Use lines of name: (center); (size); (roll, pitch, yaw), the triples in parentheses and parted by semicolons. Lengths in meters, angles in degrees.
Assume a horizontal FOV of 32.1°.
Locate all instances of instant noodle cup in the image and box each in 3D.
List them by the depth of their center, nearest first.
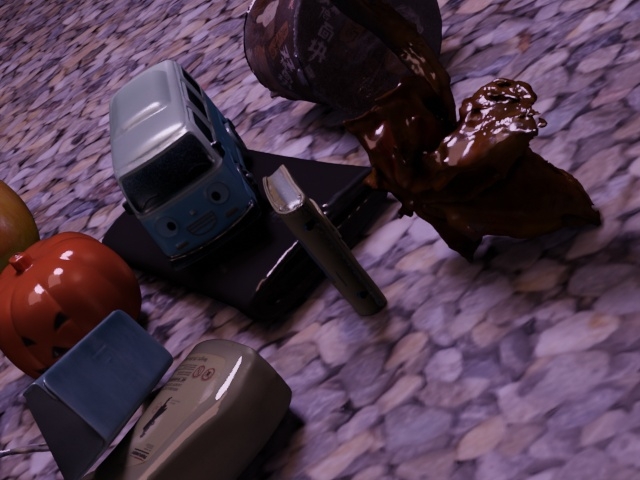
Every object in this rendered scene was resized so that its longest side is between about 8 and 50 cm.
instant noodle cup: (0.015, -0.268, 1.458); (0.217, 0.217, 0.207); (-46, 25, -15)

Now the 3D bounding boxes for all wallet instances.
wallet: (0.000, 0.000, 1.141); (0.039, 0.155, 0.110); (-36, 30, 2)
wallet: (-0.109, -0.028, 1.383); (0.228, 0.062, 0.406); (-48, 32, -18)

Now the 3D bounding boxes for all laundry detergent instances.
laundry detergent: (-0.149, 0.212, 1.066); (0.253, 0.091, 0.181); (-50, 24, -20)

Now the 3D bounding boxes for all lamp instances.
lamp: (-0.321, 0.075, 1.362); (0.187, 0.164, 0.188); (-29, 29, 18)

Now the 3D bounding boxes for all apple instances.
apple: (-0.538, 0.012, 1.643); (0.260, 0.194, 0.261); (-25, 35, 19)

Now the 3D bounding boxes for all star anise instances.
star anise: (0.113, -0.115, 1.053); (0.148, 0.346, 0.237); (-35, -10, -28)

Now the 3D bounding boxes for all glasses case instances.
glasses case: (-0.211, 0.144, 1.119); (0.056, 0.105, 0.266); (-22, 8, 9)

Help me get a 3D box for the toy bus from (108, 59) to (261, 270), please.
toy bus: (-0.173, -0.102, 1.329); (0.133, 0.165, 0.271); (-33, 29, 6)

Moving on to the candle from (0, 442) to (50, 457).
candle: (-0.424, 0.294, 1.157); (0.330, 0.187, 0.187); (-44, 31, -17)
